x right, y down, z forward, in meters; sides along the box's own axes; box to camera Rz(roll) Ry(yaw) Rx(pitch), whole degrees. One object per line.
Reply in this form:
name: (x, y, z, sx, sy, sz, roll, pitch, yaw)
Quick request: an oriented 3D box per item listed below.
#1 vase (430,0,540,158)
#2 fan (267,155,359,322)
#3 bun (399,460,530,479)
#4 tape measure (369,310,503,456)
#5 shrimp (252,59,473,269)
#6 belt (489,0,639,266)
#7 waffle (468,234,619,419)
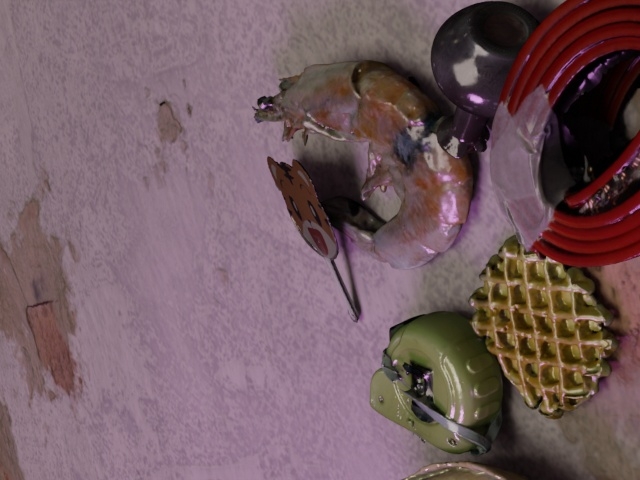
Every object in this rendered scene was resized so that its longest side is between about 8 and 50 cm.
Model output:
vase: (0.159, -0.150, 1.432, 0.120, 0.120, 0.183, 56, 155, 25)
fan: (0.000, 0.000, 1.736, 0.227, 0.008, 0.152, 65, 164, -15)
bun: (0.155, 0.424, 1.545, 0.364, 0.202, 0.364, -34, 39, 34)
tape measure: (0.131, 0.155, 1.604, 0.177, 0.087, 0.154, 27, 123, 44)
shrimp: (0.039, -0.093, 1.654, 0.360, 0.085, 0.247, 22, 127, 45)
belt: (0.276, -0.104, 1.280, 0.324, 0.115, 0.227, -46, 64, 50)
waffle: (0.227, 0.085, 1.488, 0.183, 0.036, 0.169, 55, 139, 22)
